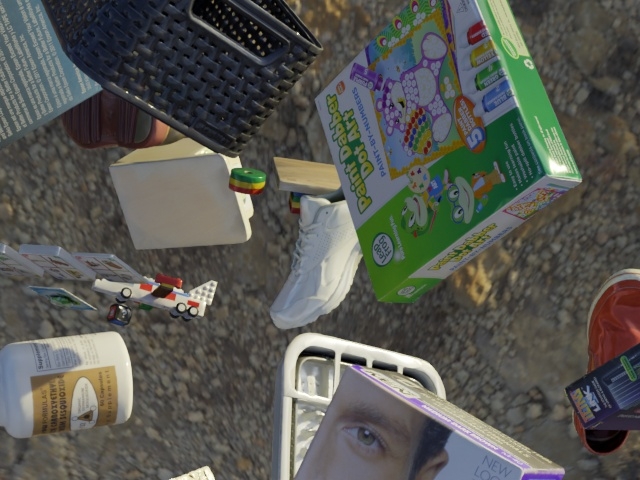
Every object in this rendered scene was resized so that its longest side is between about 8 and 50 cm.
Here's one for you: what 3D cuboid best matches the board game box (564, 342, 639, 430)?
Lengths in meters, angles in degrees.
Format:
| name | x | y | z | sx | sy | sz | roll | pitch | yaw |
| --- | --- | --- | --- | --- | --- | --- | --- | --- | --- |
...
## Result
| name | x | y | z | sx | sy | sz | roll | pitch | yaw |
| --- | --- | --- | --- | --- | --- | --- | --- | --- | --- |
| board game box | 0.337 | 0.133 | 1.073 | 0.141 | 0.170 | 0.048 | -39 | 61 | 26 |

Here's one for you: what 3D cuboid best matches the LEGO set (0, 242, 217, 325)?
| name | x | y | z | sx | sy | sz | roll | pitch | yaw |
| --- | --- | --- | --- | --- | --- | --- | --- | --- | --- |
| LEGO set | -0.234 | 0.039 | 1.194 | 0.182 | 0.244 | 0.060 | 3 | 69 | 23 |

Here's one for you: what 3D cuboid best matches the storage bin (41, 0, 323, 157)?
| name | x | y | z | sx | sy | sz | roll | pitch | yaw |
| --- | --- | --- | --- | --- | --- | --- | --- | --- | --- |
| storage bin | -0.092 | -0.142 | 0.648 | 0.084 | 0.122 | 0.180 | -49 | 40 | 15 |

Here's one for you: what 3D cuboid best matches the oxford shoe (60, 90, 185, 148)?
| name | x | y | z | sx | sy | sz | roll | pitch | yaw |
| --- | --- | --- | --- | --- | --- | --- | --- | --- | --- |
| oxford shoe | -0.316 | -0.207 | 1.818 | 0.130 | 0.348 | 0.123 | -6 | 108 | -40 |

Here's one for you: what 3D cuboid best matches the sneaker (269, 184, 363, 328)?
| name | x | y | z | sx | sy | sz | roll | pitch | yaw |
| --- | --- | --- | --- | --- | --- | --- | --- | --- | --- |
| sneaker | 0.000 | 0.000 | 1.355 | 0.115 | 0.090 | 0.232 | 42 | 79 | -27 |

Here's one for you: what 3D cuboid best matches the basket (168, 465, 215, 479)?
| name | x | y | z | sx | sy | sz | roll | pitch | yaw |
| --- | --- | --- | --- | --- | --- | --- | --- | --- | --- |
| basket | -0.205 | 0.449 | 1.721 | 0.103 | 0.113 | 0.167 | -33 | 77 | 34 |

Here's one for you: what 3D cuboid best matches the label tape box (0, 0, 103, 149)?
| name | x | y | z | sx | sy | sz | roll | pitch | yaw |
| --- | --- | --- | --- | --- | --- | --- | --- | --- | --- |
| label tape box | -0.347 | -0.178 | 1.005 | 0.333 | 0.241 | 0.106 | -34 | 65 | -17 |

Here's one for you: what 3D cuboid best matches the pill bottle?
| name | x | y | z | sx | sy | sz | roll | pitch | yaw |
| --- | --- | --- | --- | --- | --- | --- | --- | --- | --- |
| pill bottle | -0.384 | 0.202 | 1.515 | 0.229 | 0.131 | 0.131 | -5 | 71 | -23 |

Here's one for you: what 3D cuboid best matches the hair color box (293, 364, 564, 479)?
| name | x | y | z | sx | sy | sz | roll | pitch | yaw |
| --- | --- | --- | --- | --- | --- | --- | --- | --- | --- |
| hair color box | 0.043 | 0.299 | 0.942 | 0.185 | 0.110 | 0.339 | 27 | 93 | 33 |

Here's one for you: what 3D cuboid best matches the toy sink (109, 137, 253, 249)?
| name | x | y | z | sx | sy | sz | roll | pitch | yaw |
| --- | --- | --- | --- | --- | --- | --- | --- | --- | --- |
| toy sink | -0.201 | -0.084 | 1.813 | 0.234 | 0.131 | 0.153 | -5 | 112 | 31 |

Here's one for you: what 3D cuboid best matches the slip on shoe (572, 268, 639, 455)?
| name | x | y | z | sx | sy | sz | roll | pitch | yaw |
| --- | --- | --- | --- | --- | --- | --- | --- | --- | --- |
| slip on shoe | 0.471 | 0.198 | 1.738 | 0.123 | 0.101 | 0.331 | 9 | 117 | 2 |

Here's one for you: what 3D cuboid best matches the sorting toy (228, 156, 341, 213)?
| name | x | y | z | sx | sy | sz | roll | pitch | yaw |
| --- | --- | --- | --- | --- | --- | --- | --- | --- | --- |
| sorting toy | 0.012 | -0.065 | 1.474 | 0.274 | 0.132 | 0.046 | 7 | 107 | -9 |

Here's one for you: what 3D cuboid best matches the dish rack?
| name | x | y | z | sx | sy | sz | roll | pitch | yaw |
| --- | --- | --- | --- | --- | --- | --- | --- | --- | --- |
| dish rack | 0.043 | 0.307 | 1.460 | 0.285 | 0.072 | 0.333 | 17 | 63 | -35 |

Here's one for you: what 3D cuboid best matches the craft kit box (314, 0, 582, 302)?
| name | x | y | z | sx | sy | sz | roll | pitch | yaw |
| --- | --- | --- | --- | --- | --- | --- | --- | --- | --- |
| craft kit box | 0.111 | -0.103 | 1.081 | 0.061 | 0.246 | 0.250 | 2 | 60 | -36 |
